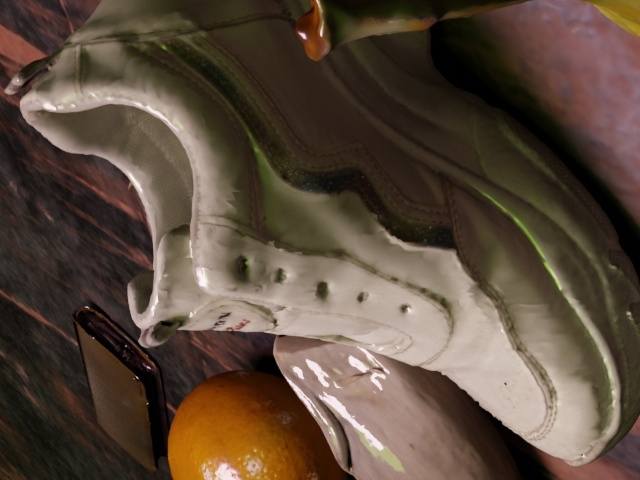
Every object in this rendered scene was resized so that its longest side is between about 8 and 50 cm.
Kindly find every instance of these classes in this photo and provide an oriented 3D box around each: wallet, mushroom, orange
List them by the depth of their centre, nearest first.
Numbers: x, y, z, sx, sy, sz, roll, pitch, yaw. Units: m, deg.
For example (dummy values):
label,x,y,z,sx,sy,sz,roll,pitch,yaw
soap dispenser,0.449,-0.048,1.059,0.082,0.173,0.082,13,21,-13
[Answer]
label,x,y,z,sx,sy,sz,roll,pitch,yaw
mushroom,0.062,0.130,0.930,0.247,0.096,0.108,49,131,-1
orange,-0.048,0.175,1.140,0.156,0.124,0.156,49,150,42
wallet,-0.198,0.153,1.467,0.110,0.031,0.198,39,152,24

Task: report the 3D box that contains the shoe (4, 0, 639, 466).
label,x,y,z,sx,sy,sz,roll,pitch,yaw
shoe,0.000,0.000,0.716,0.342,0.210,0.132,52,155,-1

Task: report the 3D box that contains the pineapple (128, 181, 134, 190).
label,x,y,z,sx,sy,sz,roll,pitch,yaw
pineapple,-0.067,-0.063,0.846,0.233,0.079,0.135,39,-165,18

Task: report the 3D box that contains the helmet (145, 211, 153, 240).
label,x,y,z,sx,sy,sz,roll,pitch,yaw
helmet,-0.062,-0.016,0.978,0.089,0.057,0.111,-27,113,22

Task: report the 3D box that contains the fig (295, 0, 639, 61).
label,x,y,z,sx,sy,sz,roll,pitch,yaw
fig,0.105,-0.110,0.415,0.160,0.231,0.143,75,-173,-51
